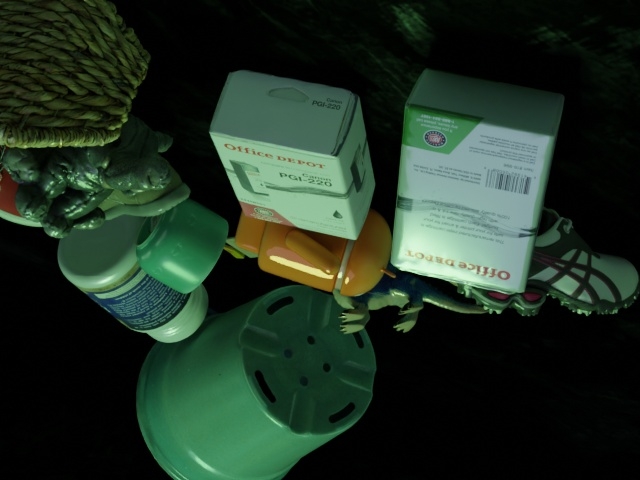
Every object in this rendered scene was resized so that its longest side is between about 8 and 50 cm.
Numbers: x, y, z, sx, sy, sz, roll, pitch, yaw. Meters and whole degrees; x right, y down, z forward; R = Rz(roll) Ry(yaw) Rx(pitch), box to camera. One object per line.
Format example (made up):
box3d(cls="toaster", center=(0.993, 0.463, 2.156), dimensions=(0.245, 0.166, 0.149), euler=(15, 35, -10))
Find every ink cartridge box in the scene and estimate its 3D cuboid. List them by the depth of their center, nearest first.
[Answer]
box3d(cls="ink cartridge box", center=(0.161, -0.059, 1.198), dimensions=(0.153, 0.087, 0.208), euler=(13, 129, 11))
box3d(cls="ink cartridge box", center=(-0.027, -0.098, 1.357), dimensions=(0.158, 0.092, 0.218), euler=(12, 155, 14))

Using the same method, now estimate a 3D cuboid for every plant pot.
box3d(cls="plant pot", center=(-0.096, 0.243, 1.940), dimensions=(0.341, 0.341, 0.334), euler=(26, 149, -19))

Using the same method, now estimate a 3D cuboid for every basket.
box3d(cls="basket", center=(-0.371, -0.163, 1.293), dimensions=(0.299, 0.223, 0.213), euler=(7, 155, 23))

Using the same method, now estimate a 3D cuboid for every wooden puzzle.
box3d(cls="wooden puzzle", center=(-0.110, 0.007, 1.771), dimensions=(0.116, 0.014, 0.078), euler=(-3, 154, 42))

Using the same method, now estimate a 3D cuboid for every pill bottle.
box3d(cls="pill bottle", center=(-0.293, 0.058, 1.841), dimensions=(0.153, 0.153, 0.265), euler=(6, 155, 27))

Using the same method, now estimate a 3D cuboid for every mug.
box3d(cls="mug", center=(-0.218, 0.002, 1.685), dimensions=(0.097, 0.130, 0.157), euler=(32, 155, -24))

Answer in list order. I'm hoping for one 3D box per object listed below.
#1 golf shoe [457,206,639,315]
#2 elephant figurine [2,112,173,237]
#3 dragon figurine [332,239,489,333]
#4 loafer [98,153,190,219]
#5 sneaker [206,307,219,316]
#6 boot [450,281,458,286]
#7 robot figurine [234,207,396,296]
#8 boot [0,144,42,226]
box3d(cls="golf shoe", center=(0.292, 0.023, 1.365), dimensions=(0.272, 0.120, 0.105), euler=(1, -163, -35))
box3d(cls="elephant figurine", center=(-0.264, -0.110, 1.439), dimensions=(0.239, 0.186, 0.169), euler=(-26, 170, 28))
box3d(cls="dragon figurine", center=(0.092, 0.050, 1.618), dimensions=(0.289, 0.144, 0.085), euler=(-4, 153, 4))
box3d(cls="loafer", center=(-0.280, -0.084, 1.614), dimensions=(0.251, 0.094, 0.087), euler=(-4, 115, 45))
box3d(cls="sneaker", center=(-0.185, 0.187, 2.160), dimensions=(0.188, 0.078, 0.067), euler=(28, 156, -24))
box3d(cls="boot", center=(0.255, 0.056, 1.557), dimensions=(0.157, 0.059, 0.084), euler=(9, 161, 42))
box3d(cls="robot figurine", center=(0.000, 0.001, 1.517), dimensions=(0.219, 0.128, 0.158), euler=(17, 158, 2))
box3d(cls="boot", center=(-0.471, -0.121, 1.609), dimensions=(0.244, 0.088, 0.176), euler=(31, 156, 7))
